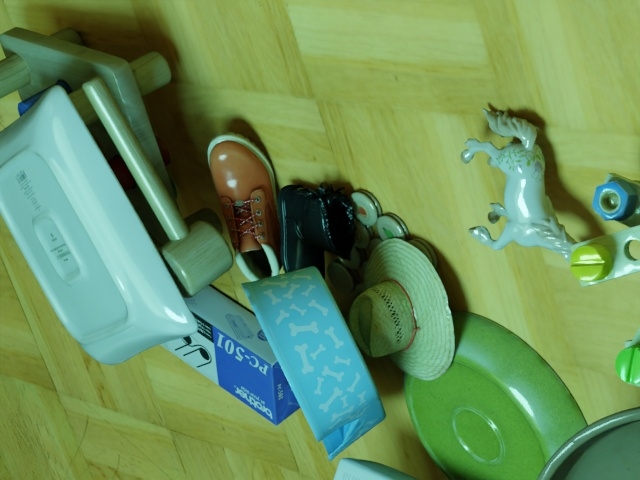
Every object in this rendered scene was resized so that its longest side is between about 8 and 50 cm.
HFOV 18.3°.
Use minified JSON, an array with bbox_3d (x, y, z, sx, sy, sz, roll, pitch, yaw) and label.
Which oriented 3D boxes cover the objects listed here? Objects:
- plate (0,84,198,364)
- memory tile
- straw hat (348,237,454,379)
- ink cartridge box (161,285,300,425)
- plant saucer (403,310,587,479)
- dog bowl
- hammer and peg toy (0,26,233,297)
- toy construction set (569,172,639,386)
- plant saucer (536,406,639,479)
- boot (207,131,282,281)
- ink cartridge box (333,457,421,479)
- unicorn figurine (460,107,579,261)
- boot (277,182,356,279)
[{"bbox_3d":[-0.251,-0.001,2.019,0.278,0.045,0.277,61,155,-3],"label":"plate"},{"bbox_3d":[0.058,0.025,1.936,0.113,0.012,0.148,43,146,20],"label":"memory tile"},{"bbox_3d":[0.060,0.074,1.883,0.144,0.061,0.144,30,131,43],"label":"straw hat"},{"bbox_3d":[-0.108,0.112,2.201,0.207,0.046,0.097,32,142,32],"label":"ink cartridge box"},{"bbox_3d":[0.162,0.180,1.918,0.241,0.037,0.241,34,142,32],"label":"plant saucer"},{"bbox_3d":[-0.001,0.115,1.929,0.166,0.074,0.297,63,178,15],"label":"dog bowl"},{"bbox_3d":[-0.203,-0.086,2.043,0.361,0.127,0.266,20,134,52],"label":"hammer and peg toy"},{"bbox_3d":[0.345,0.046,1.472,0.328,0.151,0.215,-4,91,46],"label":"toy construction set"},{"bbox_3d":[0.311,0.255,1.678,0.278,0.041,0.277,7,115,15],"label":"plant saucer"},{"bbox_3d":[-0.072,-0.029,1.979,0.059,0.084,0.158,-16,116,14],"label":"boot"},{"bbox_3d":[0.098,0.323,1.945,0.218,0.092,0.158,20,91,45],"label":"ink cartridge box"},{"bbox_3d":[0.175,-0.030,1.686,0.111,0.060,0.162,6,123,51],"label":"unicorn figurine"},{"bbox_3d":[0.001,0.000,1.942,0.099,0.045,0.121,14,117,58],"label":"boot"}]
